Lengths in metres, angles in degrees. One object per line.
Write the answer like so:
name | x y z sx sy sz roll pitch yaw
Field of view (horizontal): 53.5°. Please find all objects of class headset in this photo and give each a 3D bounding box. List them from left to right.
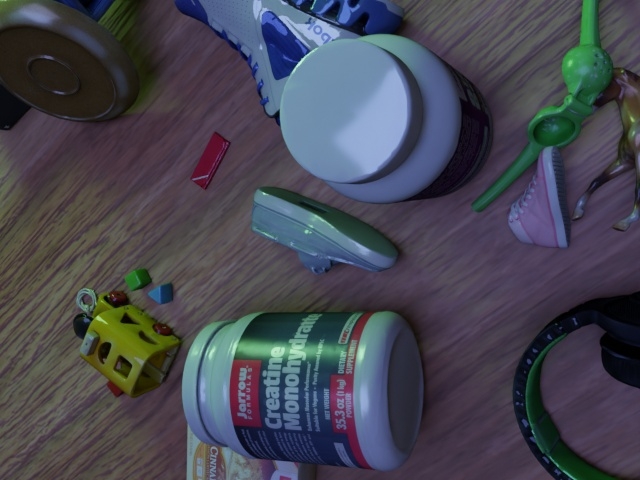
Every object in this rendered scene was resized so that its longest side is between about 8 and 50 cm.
headset | 0.379 0.160 0.644 0.394 0.185 0.244 -32 82 35

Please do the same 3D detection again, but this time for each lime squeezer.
lime squeezer | 0.258 -0.158 0.711 0.110 0.058 0.311 44 116 52

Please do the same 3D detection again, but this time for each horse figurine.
horse figurine | 0.393 -0.076 0.672 0.263 0.066 0.175 21 89 29

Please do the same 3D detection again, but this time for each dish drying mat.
dish drying mat | -0.167 -0.120 0.956 0.032 0.008 0.083 37 109 17

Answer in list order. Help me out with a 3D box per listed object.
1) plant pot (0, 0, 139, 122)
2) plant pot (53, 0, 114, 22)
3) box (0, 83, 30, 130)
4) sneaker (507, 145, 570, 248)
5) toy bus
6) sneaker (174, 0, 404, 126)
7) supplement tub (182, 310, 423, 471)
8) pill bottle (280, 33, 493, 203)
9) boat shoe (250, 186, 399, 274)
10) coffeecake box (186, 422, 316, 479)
plant pot | -0.387 -0.250 0.932 0.236 0.236 0.032 -6 56 24
plant pot | -0.376 -0.472 0.852 0.212 0.236 0.236 25 76 18
box | -0.517 -0.332 1.042 0.261 0.103 0.184 -35 84 23
sneaker | 0.246 -0.046 0.734 0.070 0.051 0.134 3 132 32
toy bus | -0.327 0.156 1.002 0.202 0.104 0.191 -17 88 24
sneaker | -0.064 -0.248 0.832 0.315 0.127 0.182 19 100 20
supplement tub | -0.019 0.188 0.821 0.272 0.191 0.191 -4 94 24
pill bottle | 0.080 -0.125 0.684 0.169 0.301 0.169 3 96 24
boat shoe | -0.001 0.000 0.863 0.227 0.079 0.081 27 112 26
coffeecake box | -0.103 0.342 0.941 0.185 0.068 0.143 5 96 23
